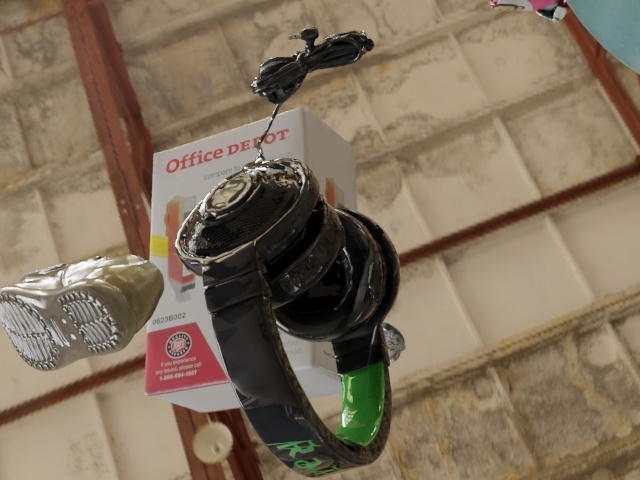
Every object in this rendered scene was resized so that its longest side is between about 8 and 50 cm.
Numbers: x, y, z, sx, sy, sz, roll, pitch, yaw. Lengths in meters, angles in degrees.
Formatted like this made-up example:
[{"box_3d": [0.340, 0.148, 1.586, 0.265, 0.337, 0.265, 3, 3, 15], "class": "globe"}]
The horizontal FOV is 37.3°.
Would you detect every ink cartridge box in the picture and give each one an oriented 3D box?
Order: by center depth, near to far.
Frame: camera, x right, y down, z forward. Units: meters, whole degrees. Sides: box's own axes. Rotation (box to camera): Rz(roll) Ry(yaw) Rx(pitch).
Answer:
[{"box_3d": [-0.098, 0.034, 1.379, 0.279, 0.160, 0.384, -13, -115, 25], "class": "ink cartridge box"}]

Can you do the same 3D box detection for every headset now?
[{"box_3d": [0.000, 0.000, 0.830, 0.185, 0.243, 0.394, -22, -118, 20], "class": "headset"}]

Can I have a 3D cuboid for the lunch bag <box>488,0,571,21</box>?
[{"box_3d": [0.226, -0.386, 1.022, 0.120, 0.258, 0.293, 4, -129, -5], "class": "lunch bag"}]

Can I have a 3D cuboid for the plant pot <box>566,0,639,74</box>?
[{"box_3d": [0.254, -0.242, 0.431, 0.341, 0.334, 0.341, -1, -109, 2], "class": "plant pot"}]

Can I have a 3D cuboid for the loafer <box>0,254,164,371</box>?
[{"box_3d": [-0.247, 0.071, 0.974, 0.268, 0.102, 0.092, -6, -159, 47], "class": "loafer"}]

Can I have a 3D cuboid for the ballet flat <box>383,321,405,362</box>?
[{"box_3d": [0.070, 0.116, 1.022, 0.041, 0.114, 0.041, -1, -104, 5], "class": "ballet flat"}]
